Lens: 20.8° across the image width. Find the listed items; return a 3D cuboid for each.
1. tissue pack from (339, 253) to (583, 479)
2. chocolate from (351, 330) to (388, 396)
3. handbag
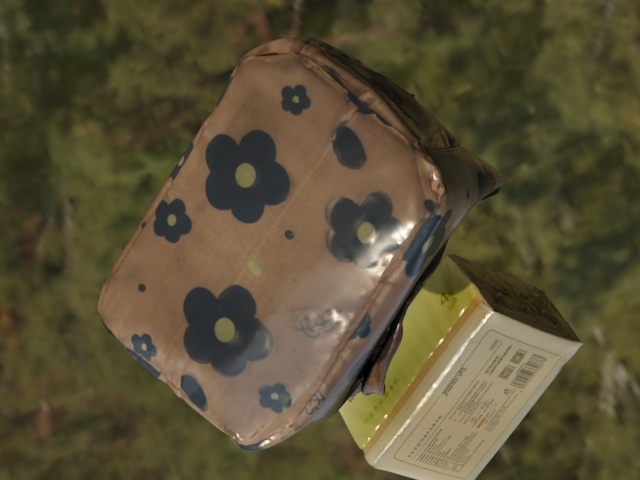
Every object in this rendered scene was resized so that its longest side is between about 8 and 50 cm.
[{"bbox_3d":[0.154,0.149,1.946,0.159,0.125,0.234,19,114,-38],"label":"tissue pack"},{"bbox_3d":[-0.012,0.095,1.633,0.133,0.127,0.124,-26,-178,19],"label":"chocolate"},{"bbox_3d":[0.000,0.000,1.195,0.251,0.190,0.193,-56,164,18],"label":"handbag"}]
